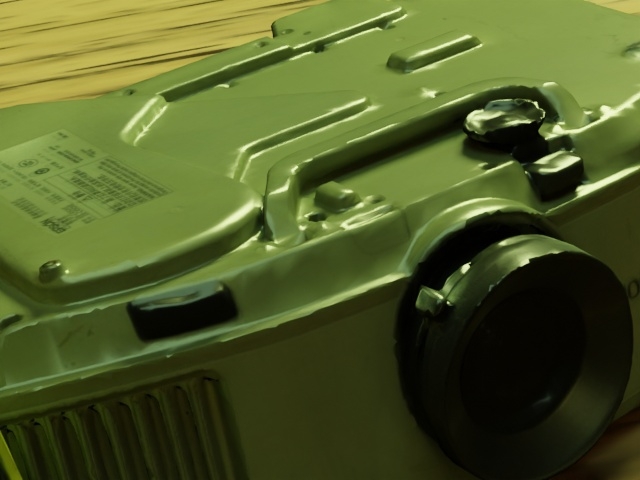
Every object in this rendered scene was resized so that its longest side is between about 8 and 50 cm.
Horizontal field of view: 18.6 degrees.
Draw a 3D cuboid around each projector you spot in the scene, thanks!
[{"bbox_3d":[0.000,0.000,0.541,0.269,0.088,0.193,-23,28,-26],"label":"projector"}]

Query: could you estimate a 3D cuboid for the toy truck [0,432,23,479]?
[{"bbox_3d":[-0.165,0.117,0.335,0.157,0.124,0.272,-6,29,27],"label":"toy truck"}]
